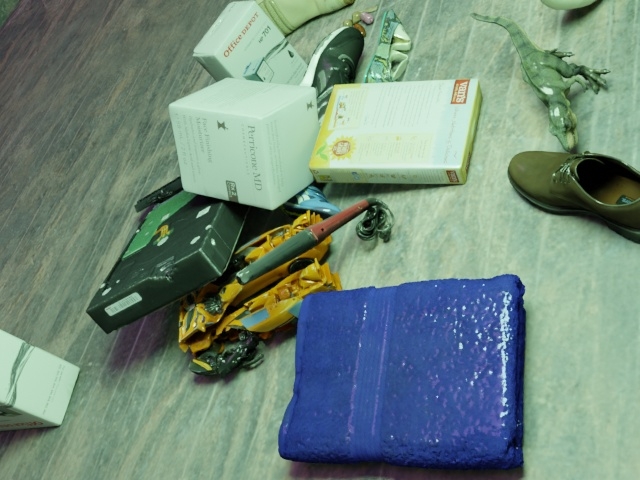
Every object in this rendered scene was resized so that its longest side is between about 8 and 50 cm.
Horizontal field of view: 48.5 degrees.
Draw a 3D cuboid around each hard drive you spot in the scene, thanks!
[{"bbox_3d":[-0.233,-0.004,1.197,0.236,0.064,0.339,-27,25,20],"label":"hard drive"}]

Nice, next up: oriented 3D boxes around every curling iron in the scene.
[{"bbox_3d":[0.000,0.000,0.983,0.274,0.035,0.068,-22,54,-34],"label":"curling iron"}]

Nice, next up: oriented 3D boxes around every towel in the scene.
[{"bbox_3d":[0.099,0.161,0.862,0.308,0.076,0.228,-9,59,34],"label":"towel"}]

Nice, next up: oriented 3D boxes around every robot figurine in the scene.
[{"bbox_3d":[-0.107,0.081,1.082,0.291,0.085,0.211,-30,42,17],"label":"robot figurine"}]

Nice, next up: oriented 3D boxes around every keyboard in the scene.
[{"bbox_3d":[-0.292,-0.103,1.385,0.180,0.023,0.108,-25,14,32],"label":"keyboard"}]

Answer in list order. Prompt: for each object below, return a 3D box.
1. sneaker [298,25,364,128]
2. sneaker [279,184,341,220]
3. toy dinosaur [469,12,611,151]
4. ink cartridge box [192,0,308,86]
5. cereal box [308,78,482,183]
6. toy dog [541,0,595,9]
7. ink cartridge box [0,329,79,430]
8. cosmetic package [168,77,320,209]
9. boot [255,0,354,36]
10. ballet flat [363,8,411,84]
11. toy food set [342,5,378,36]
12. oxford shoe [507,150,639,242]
[{"bbox_3d":[0.026,-0.246,1.253,0.124,0.107,0.283,23,75,29],"label":"sneaker"},{"bbox_3d":[-0.014,-0.062,1.148,0.144,0.053,0.059,18,68,45],"label":"sneaker"},{"bbox_3d":[0.313,-0.236,0.974,0.064,0.118,0.268,114,144,-46],"label":"toy dinosaur"},{"bbox_3d":[-0.128,-0.340,1.364,0.082,0.190,0.140,19,71,46],"label":"ink cartridge box"},{"bbox_3d":[0.116,-0.167,1.090,0.240,0.047,0.173,4,60,24],"label":"cereal box"},{"bbox_3d":[0.365,-0.575,0.981,0.395,0.408,0.284,-44,40,1],"label":"toy dog"},{"bbox_3d":[-0.592,0.229,1.221,0.198,0.273,0.115,-13,52,32],"label":"ink cartridge box"},{"bbox_3d":[-0.114,-0.158,1.128,0.183,0.151,0.151,13,34,31],"label":"cosmetic package"},{"bbox_3d":[-0.062,-0.580,1.485,0.203,0.262,0.095,-18,13,31],"label":"boot"},{"bbox_3d":[0.128,-0.332,1.256,0.070,0.070,0.189,-6,56,37],"label":"ballet flat"},{"bbox_3d":[0.068,-0.416,1.396,0.077,0.019,0.122,-1,57,40],"label":"toy food set"},{"bbox_3d":[0.313,-0.078,0.858,0.083,0.096,0.227,-54,40,-8],"label":"oxford shoe"}]
